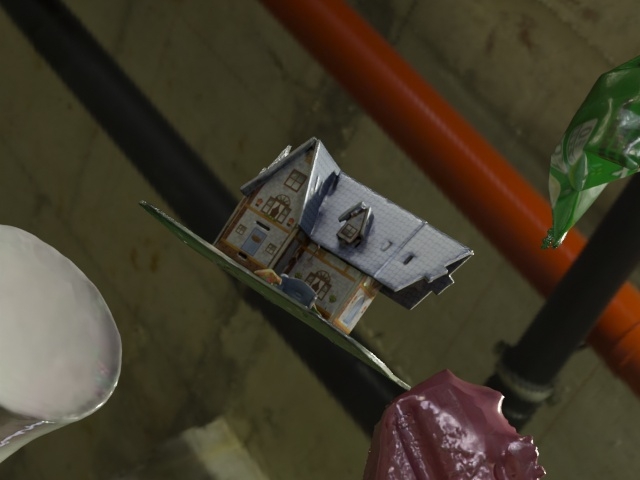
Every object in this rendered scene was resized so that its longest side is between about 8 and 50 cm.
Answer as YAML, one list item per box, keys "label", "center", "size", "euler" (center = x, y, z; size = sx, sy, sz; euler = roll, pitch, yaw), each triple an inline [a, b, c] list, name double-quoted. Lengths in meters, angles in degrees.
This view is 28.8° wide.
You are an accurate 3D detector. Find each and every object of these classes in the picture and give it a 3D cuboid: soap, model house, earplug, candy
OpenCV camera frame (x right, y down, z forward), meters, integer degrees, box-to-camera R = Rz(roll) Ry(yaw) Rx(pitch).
- label: "soap"
  center: [0.160, 0.322, 1.484]
  size: [0.127, 0.220, 0.324]
  euler: [128, -56, -67]
- label: "model house"
  center: [0.000, 0.000, 0.706]
  size: [0.167, 0.117, 0.088]
  euler: [32, -96, 25]
- label: "earplug"
  center: [-0.313, 0.139, 0.988]
  size: [0.301, 0.172, 0.172]
  euler: [-41, -107, 31]
- label: "candy"
  center: [0.221, -0.082, 0.909]
  size: [0.078, 0.141, 0.203]
  euler: [45, -20, 6]
